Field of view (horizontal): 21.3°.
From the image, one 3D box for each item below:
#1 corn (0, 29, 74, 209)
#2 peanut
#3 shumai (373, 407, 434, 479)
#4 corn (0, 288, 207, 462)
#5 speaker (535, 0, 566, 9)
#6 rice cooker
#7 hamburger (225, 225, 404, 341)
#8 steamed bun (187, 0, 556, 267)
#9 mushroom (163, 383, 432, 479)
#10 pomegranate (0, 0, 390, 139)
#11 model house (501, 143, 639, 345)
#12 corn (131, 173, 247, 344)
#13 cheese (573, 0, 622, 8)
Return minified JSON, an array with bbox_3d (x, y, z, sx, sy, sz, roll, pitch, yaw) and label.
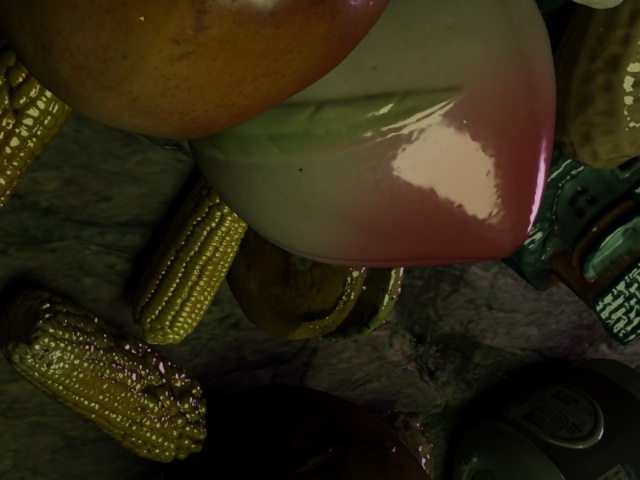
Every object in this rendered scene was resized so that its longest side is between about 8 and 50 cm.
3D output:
[{"bbox_3d":[-0.270,-0.048,1.238,0.313,0.102,0.102,-54,148,12],"label":"corn"},{"bbox_3d":[0.319,-0.207,1.663,0.325,0.153,0.140,-62,-177,34],"label":"peanut"},{"bbox_3d":[0.057,0.272,1.993,0.206,0.166,0.175,-50,178,35],"label":"shumai"},{"bbox_3d":[-0.193,0.126,1.547,0.097,0.097,0.320,-43,148,1],"label":"corn"},{"bbox_3d":[0.207,-0.259,1.554,0.094,0.060,0.075,-53,149,17],"label":"speaker"},{"bbox_3d":[0.344,0.313,2.222,0.277,0.288,0.288,-25,145,-24],"label":"rice cooker"},{"bbox_3d":[0.000,0.000,1.547,0.113,0.186,0.177,-3,169,-43],"label":"hamburger"},{"bbox_3d":[0.055,-0.097,1.315,0.309,0.309,0.309,-29,147,-21],"label":"steamed bun"},{"bbox_3d":[-0.047,0.336,1.720,0.334,0.331,0.356,22,101,-33],"label":"mushroom"},{"bbox_3d":[-0.086,-0.213,1.073,0.319,0.319,0.319,-29,147,-21],"label":"pomegranate"},{"bbox_3d":[0.351,-0.005,1.825,0.253,0.291,0.184,-42,155,0],"label":"model house"},{"bbox_3d":[-0.110,0.009,1.520,0.067,0.067,0.206,1,126,-50],"label":"corn"},{"bbox_3d":[0.265,-0.365,1.391,0.332,0.153,0.292,-32,144,-15],"label":"cheese"}]
